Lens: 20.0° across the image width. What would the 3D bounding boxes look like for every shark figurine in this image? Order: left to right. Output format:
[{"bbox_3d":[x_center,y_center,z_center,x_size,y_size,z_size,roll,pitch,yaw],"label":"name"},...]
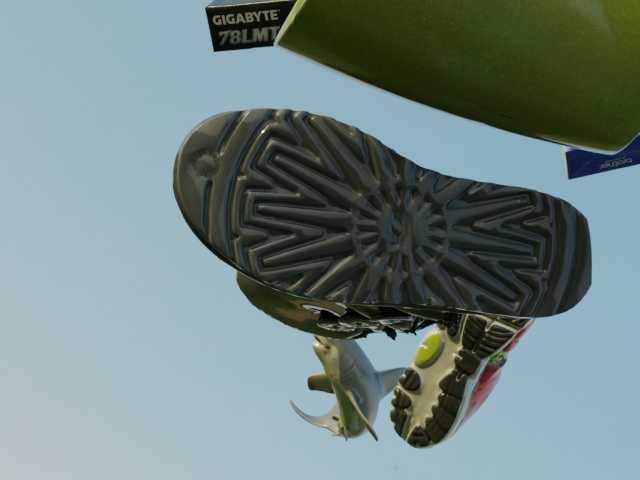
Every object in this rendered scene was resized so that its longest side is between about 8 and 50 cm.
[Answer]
[{"bbox_3d":[0.056,0.195,2.302,0.166,0.116,0.278,51,-20,22],"label":"shark figurine"}]

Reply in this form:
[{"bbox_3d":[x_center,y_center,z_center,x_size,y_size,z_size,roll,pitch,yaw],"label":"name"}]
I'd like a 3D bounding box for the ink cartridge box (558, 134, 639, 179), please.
[{"bbox_3d":[0.267,-0.159,1.785,0.097,0.207,0.046,-12,-39,4],"label":"ink cartridge box"}]

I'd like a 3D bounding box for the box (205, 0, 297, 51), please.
[{"bbox_3d":[0.036,-0.330,2.400,0.293,0.295,0.073,-3,-68,22],"label":"box"}]

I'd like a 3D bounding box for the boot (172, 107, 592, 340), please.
[{"bbox_3d":[0.002,0.001,1.677,0.367,0.146,0.445,18,-6,-14],"label":"boot"}]

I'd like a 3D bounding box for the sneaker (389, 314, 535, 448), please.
[{"bbox_3d":[0.175,0.109,2.038,0.107,0.279,0.118,38,9,21],"label":"sneaker"}]

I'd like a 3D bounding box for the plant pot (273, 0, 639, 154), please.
[{"bbox_3d":[0.155,-0.202,1.519,0.293,0.275,0.275,32,-21,-6],"label":"plant pot"}]
